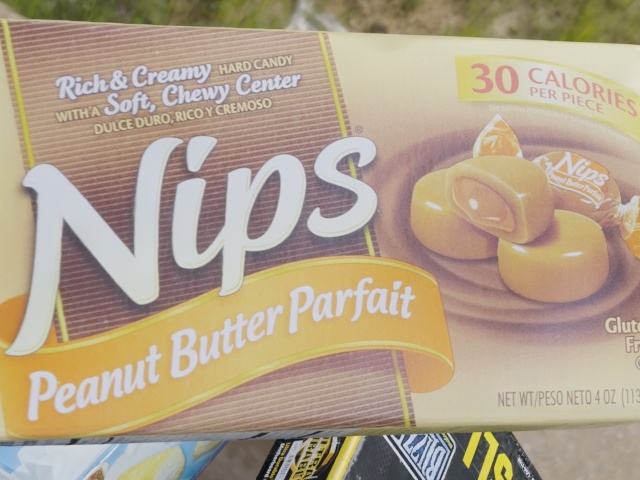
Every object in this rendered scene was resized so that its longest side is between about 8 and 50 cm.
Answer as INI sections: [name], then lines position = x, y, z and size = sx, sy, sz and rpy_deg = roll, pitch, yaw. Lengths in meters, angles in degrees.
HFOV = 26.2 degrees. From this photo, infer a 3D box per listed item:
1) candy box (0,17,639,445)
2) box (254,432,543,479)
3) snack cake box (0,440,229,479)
[candy box]
position = 0.000, 0.000, 0.646
size = 0.316, 0.087, 0.183
rpy_deg = 0, 79, -13
[box]
position = 0.075, 0.240, 0.976
size = 0.322, 0.079, 0.257
rpy_deg = 56, 41, -28
[snack cake box]
position = -0.125, 0.110, 0.887
size = 0.089, 0.152, 0.264
rpy_deg = 30, 44, 15
